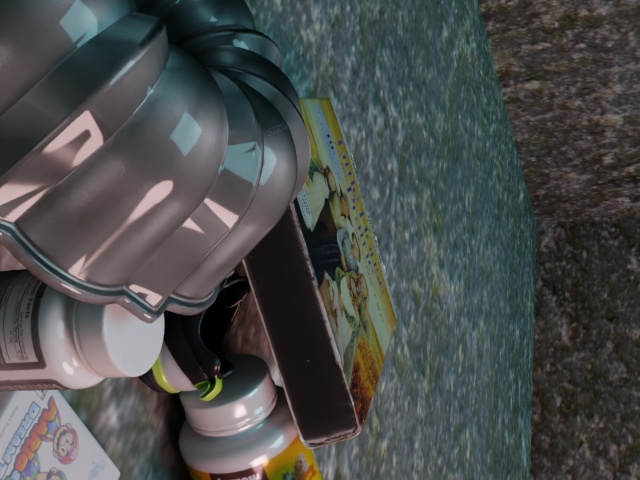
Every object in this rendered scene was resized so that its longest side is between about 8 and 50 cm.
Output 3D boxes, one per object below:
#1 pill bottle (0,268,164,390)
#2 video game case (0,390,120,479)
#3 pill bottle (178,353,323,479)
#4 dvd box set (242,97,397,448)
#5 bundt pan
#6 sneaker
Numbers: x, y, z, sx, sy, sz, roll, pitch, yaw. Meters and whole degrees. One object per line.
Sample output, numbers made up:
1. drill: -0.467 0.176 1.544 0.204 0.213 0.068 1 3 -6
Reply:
1. pill bottle: -0.174 0.055 0.563 0.078 0.137 0.078 -5 90 -69
2. video game case: -0.203 0.187 0.621 0.157 0.019 0.143 -73 150 -45
3. pill bottle: -0.061 0.217 0.842 0.117 0.117 0.214 -59 138 -56
4. dvd box set: 0.000 0.000 0.958 0.420 0.062 0.307 -42 116 -78
5. bundt pan: -0.125 -0.119 0.556 0.331 0.124 0.330 47 21 -23
6. sneaker: -0.101 0.030 0.809 0.084 0.097 0.234 42 47 -60
